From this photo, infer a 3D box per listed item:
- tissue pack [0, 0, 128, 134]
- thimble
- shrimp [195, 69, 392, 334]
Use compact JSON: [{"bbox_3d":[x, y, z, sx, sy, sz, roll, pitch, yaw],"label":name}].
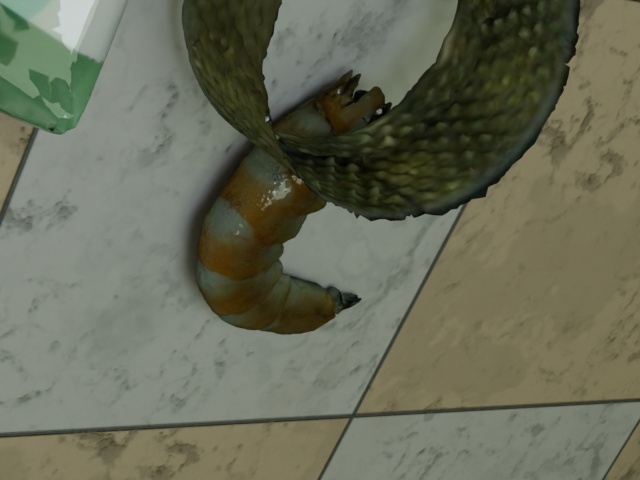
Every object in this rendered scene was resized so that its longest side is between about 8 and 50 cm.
[{"bbox_3d":[-0.193,-0.268,0.900,0.266,0.194,0.356,20,103,-18],"label":"tissue pack"},{"bbox_3d":[0.046,-0.164,1.282,0.271,0.150,0.271,-14,119,-26],"label":"thimble"},{"bbox_3d":[-0.025,0.001,1.487,0.185,0.068,0.287,-24,139,-24],"label":"shrimp"}]
